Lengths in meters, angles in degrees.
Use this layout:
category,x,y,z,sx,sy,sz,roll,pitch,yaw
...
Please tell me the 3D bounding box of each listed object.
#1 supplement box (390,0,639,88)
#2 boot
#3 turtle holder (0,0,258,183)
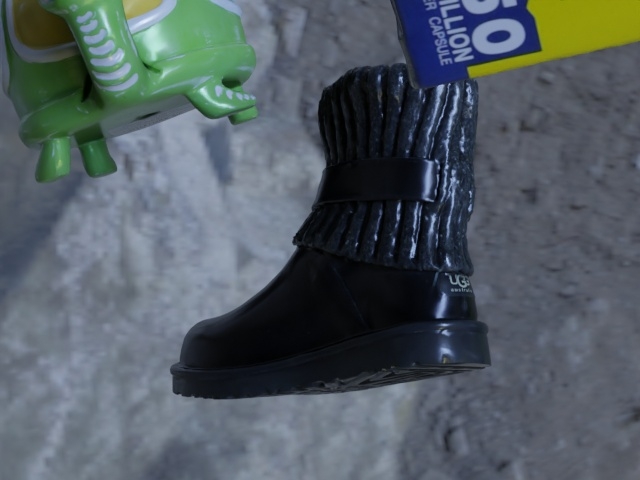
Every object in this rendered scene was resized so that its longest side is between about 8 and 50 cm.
category,x,y,z,sx,sy,sz,roll,pitch,yaw
supplement box,0.183,-0.229,0.756,0.357,0.194,0.195,-12,48,9
boot,0.004,0.000,1.547,0.348,0.131,0.260,-13,78,38
turtle holder,-0.206,-0.188,1.667,0.243,0.320,0.227,-20,89,30
